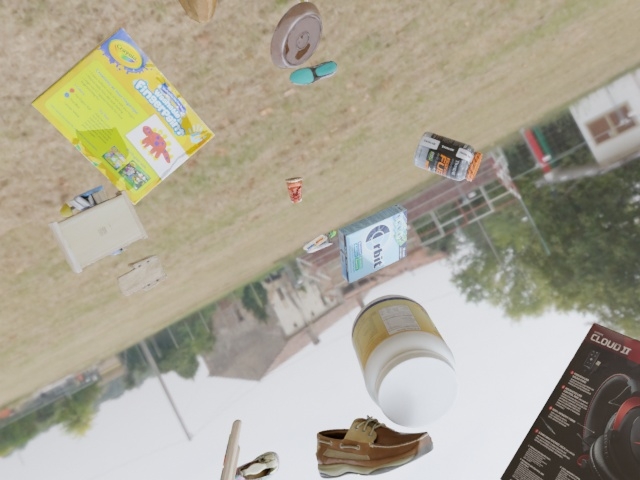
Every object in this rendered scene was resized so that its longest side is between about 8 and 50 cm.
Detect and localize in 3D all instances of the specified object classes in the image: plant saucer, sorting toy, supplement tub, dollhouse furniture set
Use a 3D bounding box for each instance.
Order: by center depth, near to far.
[{"bbox_3d":[-0.050,-0.481,1.413,0.168,0.029,0.168,-40,154,-24],"label":"plant saucer"},{"bbox_3d":[0.000,0.000,1.413,0.083,0.012,0.062,-35,168,6],"label":"sorting toy"},{"bbox_3d":[0.210,0.299,1.507,0.228,0.228,0.316,-27,-159,4],"label":"supplement tub"},{"bbox_3d":[-0.238,0.584,1.525,0.038,0.193,0.208,9,143,-2],"label":"sorting toy"},{"bbox_3d":[-0.616,0.020,1.604,0.198,0.286,0.303,-32,-162,-34],"label":"dollhouse furniture set"},{"bbox_3d":[0.395,-0.257,1.840,0.117,0.190,0.117,-55,158,-35],"label":"supplement tub"}]

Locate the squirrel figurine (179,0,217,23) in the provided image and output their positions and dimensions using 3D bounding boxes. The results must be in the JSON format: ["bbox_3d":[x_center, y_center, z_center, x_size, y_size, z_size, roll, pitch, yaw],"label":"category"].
[{"bbox_3d":[-0.153,-0.607,0.858,0.370,0.281,0.397,-50,173,-26],"label":"squirrel figurine"}]

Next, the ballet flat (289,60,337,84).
[{"bbox_3d":[-0.015,-0.385,1.375,0.114,0.041,0.041,-14,179,5],"label":"ballet flat"}]

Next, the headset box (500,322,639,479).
[{"bbox_3d":[0.413,0.261,0.773,0.293,0.110,0.218,-57,-147,-6],"label":"headset box"}]

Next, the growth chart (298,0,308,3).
[{"bbox_3d":[-0.084,-0.870,2.027,0.021,0.237,0.172,-20,-176,-6],"label":"growth chart"}]

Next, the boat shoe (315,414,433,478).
[{"bbox_3d":[0.105,0.477,1.388,0.324,0.120,0.122,-24,167,36],"label":"boat shoe"}]

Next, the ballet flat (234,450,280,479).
[{"bbox_3d":[-0.184,0.696,1.814,0.079,0.077,0.221,-36,158,33],"label":"ballet flat"}]

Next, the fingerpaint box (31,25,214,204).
[{"bbox_3d":[-0.643,-0.413,1.973,0.371,0.445,0.163,-42,-151,-2],"label":"fingerpaint box"}]

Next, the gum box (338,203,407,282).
[{"bbox_3d":[0.137,0.007,1.523,0.184,0.157,0.041,-23,-139,-20],"label":"gum box"}]

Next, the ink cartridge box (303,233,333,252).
[{"bbox_3d":[-0.002,0.008,1.564,0.063,0.029,0.115,-23,175,8],"label":"ink cartridge box"}]

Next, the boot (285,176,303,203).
[{"bbox_3d":[-0.084,-0.171,2.013,0.059,0.085,0.158,-6,177,2],"label":"boot"}]
